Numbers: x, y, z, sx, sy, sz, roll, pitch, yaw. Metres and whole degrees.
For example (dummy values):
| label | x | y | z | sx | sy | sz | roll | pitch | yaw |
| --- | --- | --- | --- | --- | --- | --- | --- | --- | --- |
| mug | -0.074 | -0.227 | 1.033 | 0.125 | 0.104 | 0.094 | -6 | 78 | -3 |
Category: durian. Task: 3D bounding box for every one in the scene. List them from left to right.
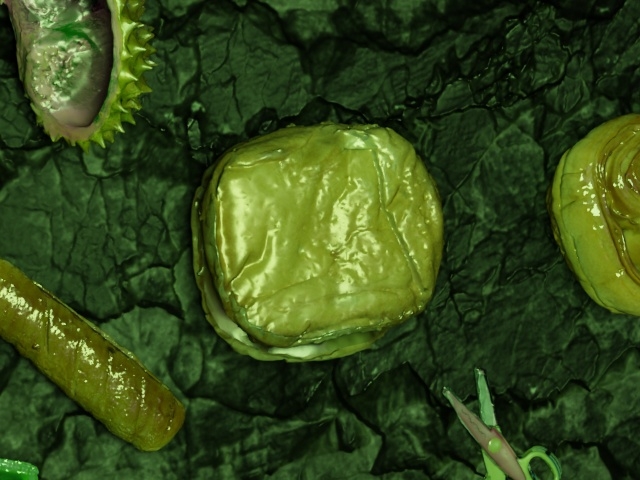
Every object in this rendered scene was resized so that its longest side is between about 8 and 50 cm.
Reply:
| label | x | y | z | sx | sy | sz | roll | pitch | yaw |
| --- | --- | --- | --- | --- | --- | --- | --- | --- | --- |
| durian | -0.233 | -0.226 | 1.567 | 0.154 | 0.186 | 0.260 | -22 | 123 | -29 |

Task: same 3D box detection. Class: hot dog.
| label | x | y | z | sx | sy | sz | roll | pitch | yaw |
| --- | --- | --- | --- | --- | --- | --- | --- | --- | --- |
| hot dog | -0.261 | 0.123 | 1.633 | 0.286 | 0.061 | 0.088 | 37 | 90 | -16 |

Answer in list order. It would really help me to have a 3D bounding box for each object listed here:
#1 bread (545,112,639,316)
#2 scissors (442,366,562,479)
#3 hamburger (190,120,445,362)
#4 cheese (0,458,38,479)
| label | x | y | z | sx | sy | sz | roll | pitch | yaw |
| --- | --- | --- | --- | --- | --- | --- | --- | --- | --- |
| bread | 0.369 | -0.029 | 1.826 | 0.198 | 0.120 | 0.236 | -25 | 99 | -19 |
| scissors | 0.205 | 0.241 | 1.825 | 0.134 | 0.020 | 0.187 | -30 | 103 | -20 |
| hamburger | -0.001 | 0.001 | 1.682 | 0.283 | 0.144 | 0.259 | -3 | 88 | -16 |
| cheese | -0.356 | 0.381 | 1.577 | 0.204 | 0.083 | 0.320 | 14 | 84 | -21 |
